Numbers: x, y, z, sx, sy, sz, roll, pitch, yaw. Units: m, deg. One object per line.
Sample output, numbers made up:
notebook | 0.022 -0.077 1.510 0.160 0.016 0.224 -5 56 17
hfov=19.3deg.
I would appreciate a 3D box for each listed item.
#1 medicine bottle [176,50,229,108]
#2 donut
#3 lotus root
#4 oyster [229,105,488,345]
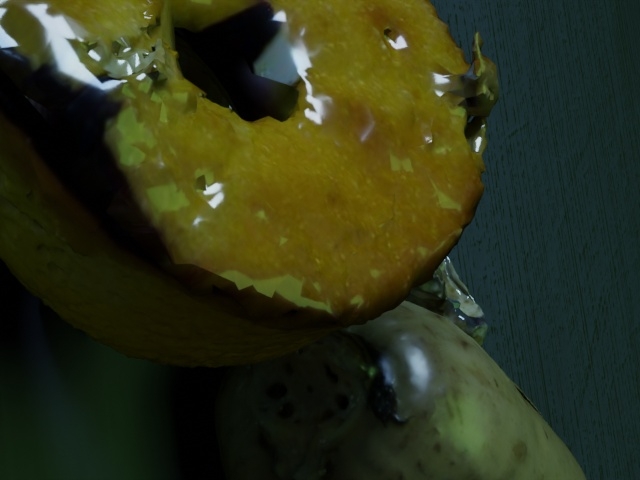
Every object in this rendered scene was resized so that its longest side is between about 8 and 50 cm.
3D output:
medicine bottle | -0.073 -0.061 0.869 0.074 0.074 0.218 55 32 -43
donut | -0.049 -0.067 0.764 0.253 0.118 0.253 18 56 -29
lotus root | 0.051 0.133 0.946 0.146 0.160 0.284 -54 140 -10
oyster | 0.000 0.000 0.957 0.081 0.191 0.163 -60 167 9
